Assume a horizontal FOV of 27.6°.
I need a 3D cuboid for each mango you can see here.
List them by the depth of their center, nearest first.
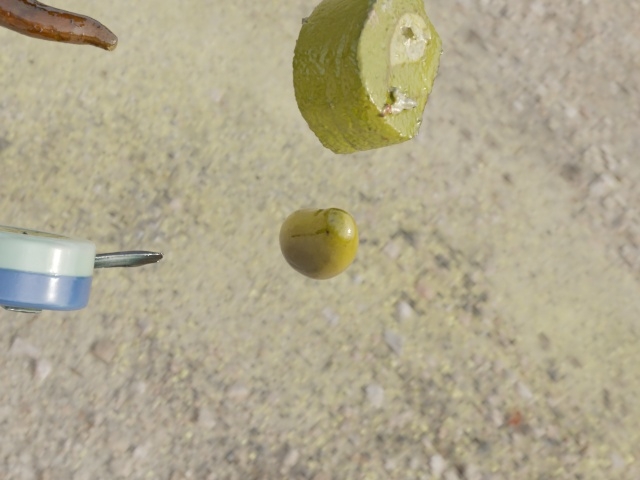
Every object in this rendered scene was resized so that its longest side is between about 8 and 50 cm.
[{"bbox_3d":[0.000,0.000,1.731,0.076,0.161,0.103,-37,93,-28],"label":"mango"}]

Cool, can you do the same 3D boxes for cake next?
[{"bbox_3d":[0.069,-0.261,1.866,0.179,0.156,0.260,52,43,-41],"label":"cake"}]

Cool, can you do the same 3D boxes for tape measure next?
[{"bbox_3d":[-0.322,0.036,1.613,0.351,0.215,0.098,6,93,-31],"label":"tape measure"}]

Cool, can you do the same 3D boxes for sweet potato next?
[{"bbox_3d":[-0.370,-0.279,1.559,0.265,0.057,0.057,25,45,-5],"label":"sweet potato"}]
